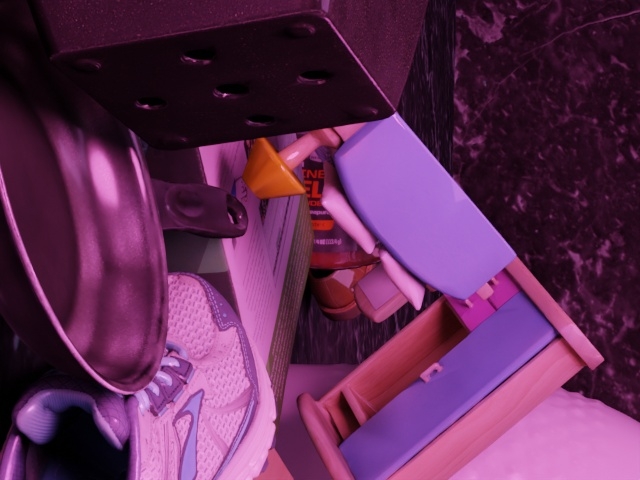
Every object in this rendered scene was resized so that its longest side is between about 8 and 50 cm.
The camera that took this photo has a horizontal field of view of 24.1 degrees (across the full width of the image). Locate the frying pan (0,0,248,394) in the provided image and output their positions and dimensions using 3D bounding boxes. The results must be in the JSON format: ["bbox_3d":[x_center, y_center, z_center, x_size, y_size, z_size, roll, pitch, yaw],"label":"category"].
[{"bbox_3d":[-0.110,-0.044,0.741,0.326,0.053,0.197,-72,146,-72],"label":"frying pan"}]

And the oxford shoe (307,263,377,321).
[{"bbox_3d":[0.025,-0.030,1.486,0.076,0.076,0.212,56,31,-48],"label":"oxford shoe"}]

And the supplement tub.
[{"bbox_3d":[0.010,-0.080,1.305,0.106,0.106,0.198,-58,146,-71],"label":"supplement tub"}]

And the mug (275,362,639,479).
[{"bbox_3d":[0.125,0.287,1.301,0.276,0.328,0.374,-70,157,-62],"label":"mug"}]

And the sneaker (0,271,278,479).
[{"bbox_3d":[-0.094,0.098,0.734,0.283,0.110,0.122,-78,160,-50],"label":"sneaker"}]

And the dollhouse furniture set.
[{"bbox_3d":[0.000,0.000,1.047,0.303,0.198,0.286,47,6,-33],"label":"dollhouse furniture set"}]

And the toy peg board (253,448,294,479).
[{"bbox_3d":[-0.076,0.202,0.962,0.161,0.079,0.160,-79,149,-46],"label":"toy peg board"}]

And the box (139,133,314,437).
[{"bbox_3d":[-0.064,-0.036,1.039,0.232,0.058,0.322,-79,164,-46],"label":"box"}]

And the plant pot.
[{"bbox_3d":[-0.043,-0.144,0.700,0.188,0.187,0.167,42,44,-67],"label":"plant pot"}]
